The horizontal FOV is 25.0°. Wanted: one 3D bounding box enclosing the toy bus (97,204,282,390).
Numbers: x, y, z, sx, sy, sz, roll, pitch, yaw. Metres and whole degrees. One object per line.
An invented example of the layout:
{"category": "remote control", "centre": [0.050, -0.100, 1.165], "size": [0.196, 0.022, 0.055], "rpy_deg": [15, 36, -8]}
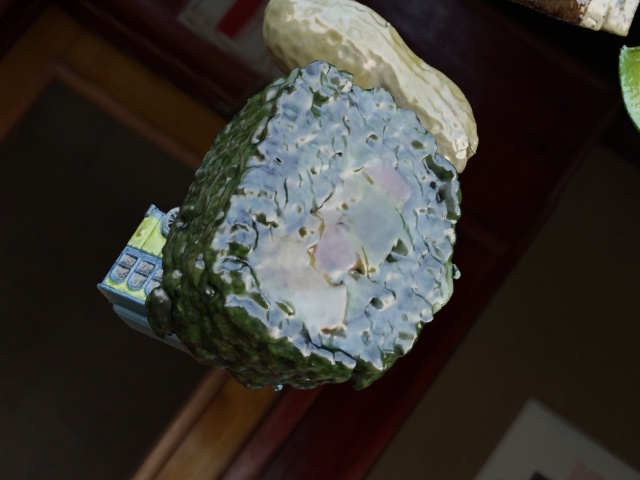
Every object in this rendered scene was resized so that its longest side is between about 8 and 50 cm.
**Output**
{"category": "toy bus", "centre": [-0.161, 0.083, 2.193], "size": [0.312, 0.190, 0.152], "rpy_deg": [20, -22, 33]}

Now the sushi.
{"category": "sushi", "centre": [0.000, 0.000, 1.577], "size": [0.294, 0.352, 0.178], "rpy_deg": [35, -29, -20]}

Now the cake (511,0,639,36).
{"category": "cake", "centre": [0.296, -0.306, 1.845], "size": [0.112, 0.135, 0.246], "rpy_deg": [22, -21, -30]}

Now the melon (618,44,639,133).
{"category": "melon", "centre": [0.503, -0.154, 1.785], "size": [0.265, 0.169, 0.129], "rpy_deg": [0, -27, 27]}

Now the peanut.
{"category": "peanut", "centre": [0.059, -0.195, 1.779], "size": [0.313, 0.149, 0.149], "rpy_deg": [40, -15, -16]}
